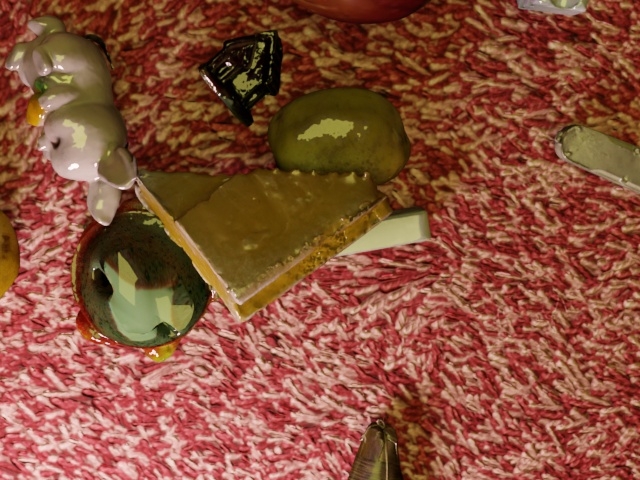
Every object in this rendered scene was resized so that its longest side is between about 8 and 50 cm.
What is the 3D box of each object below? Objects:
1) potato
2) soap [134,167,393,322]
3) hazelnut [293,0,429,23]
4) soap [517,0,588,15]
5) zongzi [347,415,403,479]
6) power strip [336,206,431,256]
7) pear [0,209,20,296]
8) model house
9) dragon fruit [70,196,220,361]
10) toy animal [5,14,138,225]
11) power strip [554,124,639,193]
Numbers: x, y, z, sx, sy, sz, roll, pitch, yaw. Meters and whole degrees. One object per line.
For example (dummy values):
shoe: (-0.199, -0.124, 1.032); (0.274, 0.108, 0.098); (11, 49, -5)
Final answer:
potato: (0.032, -0.171, 1.649); (0.228, 0.148, 0.197); (-19, 113, 5)
soap: (-0.091, -0.083, 1.600); (0.338, 0.169, 0.304); (-36, 77, -16)
hazelnut: (0.084, -0.545, 1.476); (0.402, 0.402, 0.429); (29, 105, -8)
soap: (0.409, -0.529, 1.622); (0.095, 0.173, 0.290); (8, 97, -7)
zongzi: (0.143, 0.432, 1.787); (0.184, 0.084, 0.187); (18, 92, -22)
power strip: (0.000, 0.000, 1.701); (0.385, 0.091, 0.062); (-10, 98, -3)
pear: (-0.612, 0.028, 1.599); (0.209, 0.209, 0.209); (-1, 98, -5)
model house: (-0.120, -0.293, 1.629); (0.152, 0.165, 0.106); (-44, 82, 1)
dragon fruit: (-0.306, 0.075, 1.670); (0.268, 0.130, 0.295); (-18, 99, -7)
toy animal: (-0.393, -0.200, 1.579); (0.154, 0.208, 0.325); (-29, 78, -37)
power strip: (0.552, -0.138, 1.752); (0.286, 0.048, 0.080); (20, 93, -7)
